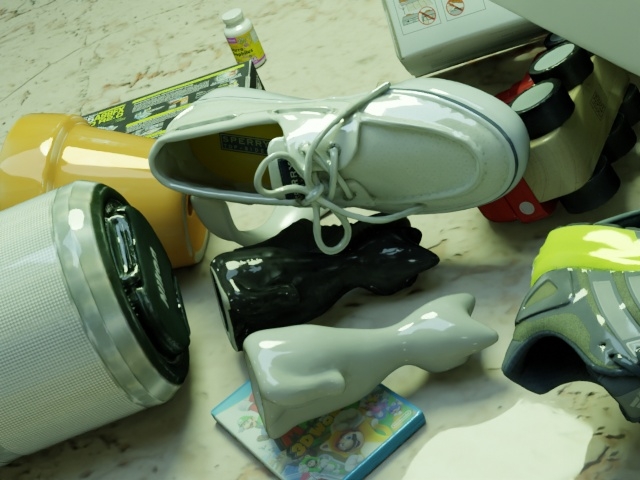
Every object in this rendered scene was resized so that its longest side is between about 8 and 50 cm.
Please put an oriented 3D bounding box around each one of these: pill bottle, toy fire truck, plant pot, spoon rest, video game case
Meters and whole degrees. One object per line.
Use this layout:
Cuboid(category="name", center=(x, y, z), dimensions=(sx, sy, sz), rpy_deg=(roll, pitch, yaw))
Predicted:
Cuboid(category="pill bottle", center=(-0.112, -0.289, 1.428), dimensions=(0.043, 0.083, 0.043), rpy_deg=(-16, 36, 12))
Cuboid(category="toy fire truck", center=(0.171, -0.116, 1.011), dimensions=(0.246, 0.158, 0.217), rpy_deg=(-21, 24, 40))
Cuboid(category="plant pot", center=(-0.226, -0.037, 1.091), dimensions=(0.188, 0.205, 0.205), rpy_deg=(1, 39, 6))
Cuboid(category="spoon rest", center=(-0.018, -0.068, 1.109), dimensions=(0.276, 0.084, 0.137), rpy_deg=(-32, 35, -34))
Cuboid(category="video game case", center=(-0.006, 0.151, 0.854), dimensions=(0.119, 0.015, 0.166), rpy_deg=(-38, 37, -19))

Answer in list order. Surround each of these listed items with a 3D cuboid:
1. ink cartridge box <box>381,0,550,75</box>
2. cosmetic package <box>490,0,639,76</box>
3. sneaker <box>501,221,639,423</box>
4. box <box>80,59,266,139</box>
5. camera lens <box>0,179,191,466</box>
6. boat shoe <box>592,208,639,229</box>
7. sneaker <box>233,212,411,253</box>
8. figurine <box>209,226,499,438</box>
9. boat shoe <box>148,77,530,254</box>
Cuboid(category="ink cartridge box", center=(0.223, -0.290, 1.092), dimensions=(0.310, 0.130, 0.272), rpy_deg=(-16, 2, 8))
Cuboid(category="cosmetic package", center=(0.356, -0.205, 0.718), dimensions=(0.230, 0.161, 0.453), rpy_deg=(-34, 52, -23))
Cuboid(category="sneaker", center=(0.238, 0.061, 0.620), dimensions=(0.300, 0.111, 0.121), rpy_deg=(-7, 45, 57))
Cuboid(category="box", center=(-0.206, -0.122, 1.287), dimensions=(0.270, 0.060, 0.216), rpy_deg=(-17, 35, 10))
Cuboid(category="camera lens", center=(-0.274, 0.083, 0.920), dimensions=(0.274, 0.219, 0.219), rpy_deg=(-22, 35, 3))
Cuboid(category="boat shoe", center=(0.345, -0.006, 0.778), dimensions=(0.320, 0.099, 0.116), rpy_deg=(-19, 32, 4))
Cuboid(category="sneaker", center=(0.001, 0.002, 1.012), dimensions=(0.170, 0.051, 0.089), rpy_deg=(-31, 40, -4))
Cuboid(category="figurine", center=(0.027, 0.064, 0.874), dimensions=(0.209, 0.092, 0.215), rpy_deg=(-16, 32, -10))
Cuboid(category="boat shoe", center=(-0.005, -0.070, 0.903), dimensions=(0.367, 0.135, 0.156), rpy_deg=(9, 33, 27))
